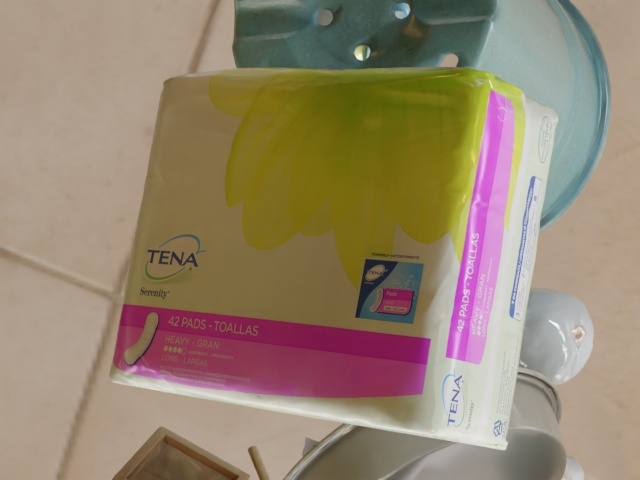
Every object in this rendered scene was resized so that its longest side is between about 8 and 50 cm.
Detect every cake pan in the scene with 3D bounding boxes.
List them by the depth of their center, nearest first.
[{"bbox_3d":[0.092,0.222,1.334,0.293,0.293,0.054,-40,54,15],"label":"cake pan"}]

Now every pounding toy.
[{"bbox_3d":[-0.130,0.318,1.814,0.206,0.181,0.094,28,120,9],"label":"pounding toy"}]

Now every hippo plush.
[{"bbox_3d":[0.150,0.137,1.563,0.294,0.234,0.236,13,94,-5],"label":"hippo plush"}]

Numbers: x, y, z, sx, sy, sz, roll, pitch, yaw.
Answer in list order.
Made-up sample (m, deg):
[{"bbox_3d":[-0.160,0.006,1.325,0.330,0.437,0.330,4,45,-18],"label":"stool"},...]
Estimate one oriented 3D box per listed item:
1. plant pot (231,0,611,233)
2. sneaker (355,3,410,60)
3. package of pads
[{"bbox_3d":[0.090,-0.172,1.505,0.341,0.334,0.341,-4,78,18],"label":"plant pot"},{"bbox_3d":[0.012,-0.210,1.850,0.208,0.127,0.319,18,77,-4],"label":"sneaker"},{"bbox_3d":[0.000,0.000,0.994,0.296,0.101,0.229,3,80,42],"label":"package of pads"}]
